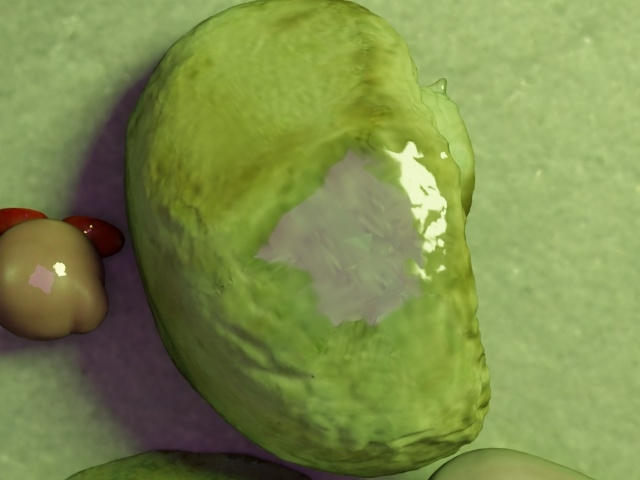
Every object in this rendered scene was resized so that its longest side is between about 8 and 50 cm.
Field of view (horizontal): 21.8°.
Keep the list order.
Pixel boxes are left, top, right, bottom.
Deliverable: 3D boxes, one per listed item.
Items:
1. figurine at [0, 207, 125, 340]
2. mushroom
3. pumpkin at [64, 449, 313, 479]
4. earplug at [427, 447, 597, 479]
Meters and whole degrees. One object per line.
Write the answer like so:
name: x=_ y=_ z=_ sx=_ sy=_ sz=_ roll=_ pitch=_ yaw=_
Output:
figurine: x=-0.155 y=0.020 z=0.913 sx=0.083 sy=0.067 sz=0.071 roll=4 pitch=70 yaw=12
mushroom: x=-0.008 y=-0.002 z=0.875 sx=0.190 sy=0.164 sz=0.267 roll=-4 pitch=91 yaw=-5
pumpkin: x=-0.062 y=0.286 z=0.861 sx=0.332 sy=0.199 sz=0.332 roll=0 pitch=90 yaw=-7
earplug: x=0.175 y=0.227 z=0.899 sx=0.301 sy=0.172 sz=0.172 roll=43 pitch=88 yaw=3
